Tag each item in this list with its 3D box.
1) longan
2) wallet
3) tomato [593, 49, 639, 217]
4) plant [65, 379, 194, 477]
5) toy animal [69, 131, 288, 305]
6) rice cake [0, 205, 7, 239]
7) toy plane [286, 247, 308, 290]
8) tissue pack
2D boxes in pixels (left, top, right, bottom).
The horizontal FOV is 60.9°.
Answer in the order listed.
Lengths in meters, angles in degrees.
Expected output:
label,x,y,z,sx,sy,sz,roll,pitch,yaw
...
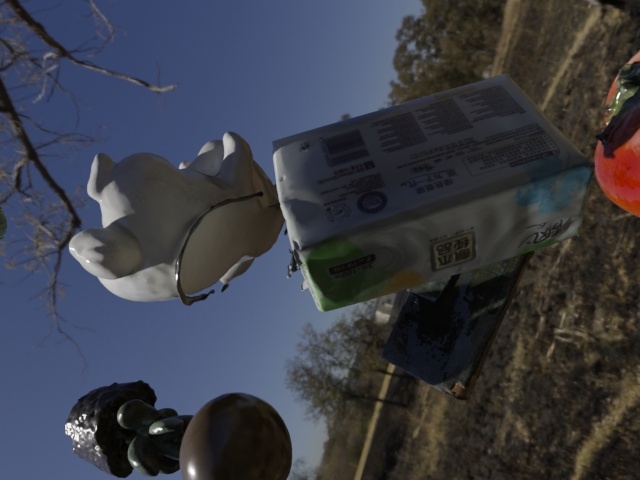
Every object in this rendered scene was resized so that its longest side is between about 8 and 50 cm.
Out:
label,x,y,z,sx,sy,sz,roll,pitch,yaw
longan,-0.071,0.189,0.472,0.113,0.092,0.113,-16,-90,-76
wallet,0.232,0.090,0.916,0.044,0.169,0.317,21,-87,-62
tomato,0.565,-0.159,0.764,0.321,0.321,0.322,17,-90,-80
plant,-0.312,0.324,0.937,0.146,0.274,0.149,-45,-60,-42
toy animal,-0.132,-0.019,0.634,0.209,0.154,0.325,-61,-20,-1
rice cake,-0.291,0.001,0.335,0.030,0.042,0.180,-41,-12,38
toy plane,-0.009,-0.001,1.053,0.082,0.160,0.234,29,-139,-47
tissue pack,0.089,-0.029,0.491,0.159,0.229,0.145,-105,-3,-47
